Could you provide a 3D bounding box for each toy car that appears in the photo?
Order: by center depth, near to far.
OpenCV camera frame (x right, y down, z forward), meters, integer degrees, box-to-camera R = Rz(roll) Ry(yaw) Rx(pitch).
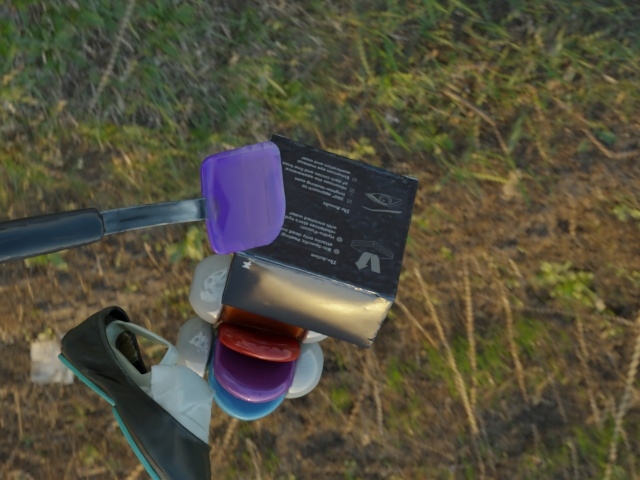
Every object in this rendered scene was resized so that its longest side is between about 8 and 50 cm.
[{"bbox_3d":[-0.066,0.109,1.345,0.159,0.136,0.182,12,121,-10],"label":"toy car"}]

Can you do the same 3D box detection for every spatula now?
[{"bbox_3d":[-0.143,-0.016,0.981,0.296,0.030,0.084,-12,100,-33],"label":"spatula"}]

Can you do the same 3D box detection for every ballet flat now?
[{"bbox_3d":[-0.168,0.148,1.260,0.096,0.280,0.095,-47,138,-3],"label":"ballet flat"}]

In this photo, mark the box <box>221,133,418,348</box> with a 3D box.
[{"bbox_3d":[0.000,0.000,1.259,0.156,0.158,0.093,17,141,-3],"label":"box"}]
